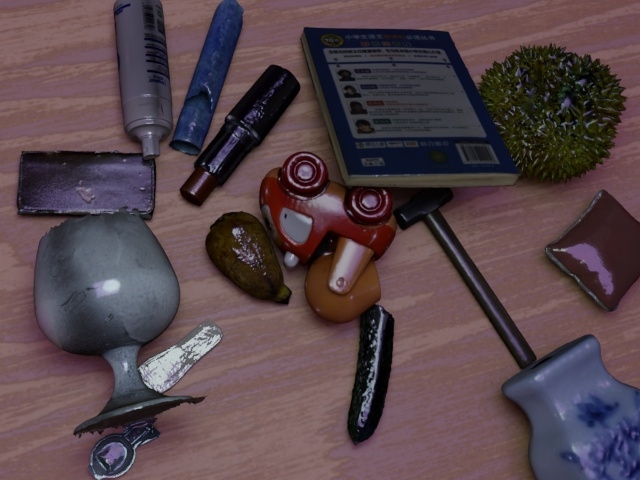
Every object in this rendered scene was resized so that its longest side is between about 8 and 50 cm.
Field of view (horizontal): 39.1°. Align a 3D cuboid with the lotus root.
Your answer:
[{"bbox_3d":[-0.117,0.036,1.545,0.108,0.094,0.190,-38,87,18],"label":"lotus root"}]

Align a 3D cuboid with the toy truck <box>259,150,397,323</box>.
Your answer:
[{"bbox_3d":[0.000,0.000,1.527,0.265,0.189,0.239,24,79,0],"label":"toy truck"}]

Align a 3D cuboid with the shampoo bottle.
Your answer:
[{"bbox_3d":[-0.313,-0.286,1.604,0.092,0.092,0.303,-5,73,-10],"label":"shampoo bottle"}]

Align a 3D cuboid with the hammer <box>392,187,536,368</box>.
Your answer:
[{"bbox_3d":[0.272,0.068,1.623,0.111,0.043,0.365,-30,82,-17],"label":"hammer"}]

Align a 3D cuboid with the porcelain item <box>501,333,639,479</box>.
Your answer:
[{"bbox_3d":[0.481,0.371,1.491,0.243,0.178,0.405,-29,80,-15],"label":"porcelain item"}]

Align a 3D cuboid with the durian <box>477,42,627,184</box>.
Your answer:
[{"bbox_3d":[0.428,-0.229,1.652,0.291,0.224,0.291,-13,48,15],"label":"durian"}]

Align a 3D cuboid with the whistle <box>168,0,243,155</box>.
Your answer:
[{"bbox_3d":[-0.203,-0.301,1.647,0.062,0.062,0.304,17,72,-4],"label":"whistle"}]

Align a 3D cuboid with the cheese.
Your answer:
[{"bbox_3d":[-0.321,0.334,1.453,0.067,0.026,0.121,45,66,4],"label":"cheese"}]

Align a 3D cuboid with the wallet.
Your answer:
[{"bbox_3d":[-0.403,-0.097,1.566,0.232,0.031,0.121,1,72,-10],"label":"wallet"}]

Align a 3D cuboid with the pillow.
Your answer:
[{"bbox_3d":[0.522,0.021,1.657,0.179,0.075,0.171,-42,84,-18],"label":"pillow"}]

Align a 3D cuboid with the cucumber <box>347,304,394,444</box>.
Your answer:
[{"bbox_3d":[0.088,0.226,1.536,0.067,0.067,0.245,9,75,-7],"label":"cucumber"}]

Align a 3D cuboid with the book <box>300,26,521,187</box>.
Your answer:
[{"bbox_3d":[0.144,-0.246,1.589,0.300,0.039,0.427,-1,45,-13],"label":"book"}]

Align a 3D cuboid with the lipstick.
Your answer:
[{"bbox_3d":[-0.145,-0.187,1.611,0.081,0.081,0.299,36,74,3],"label":"lipstick"}]

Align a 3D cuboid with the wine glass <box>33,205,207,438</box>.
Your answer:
[{"bbox_3d":[-0.321,0.127,1.405,0.238,0.238,0.322,-16,76,-13],"label":"wine glass"}]

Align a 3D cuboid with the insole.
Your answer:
[{"bbox_3d":[-0.246,0.204,1.513,0.192,0.010,0.063,-38,82,-17],"label":"insole"}]
